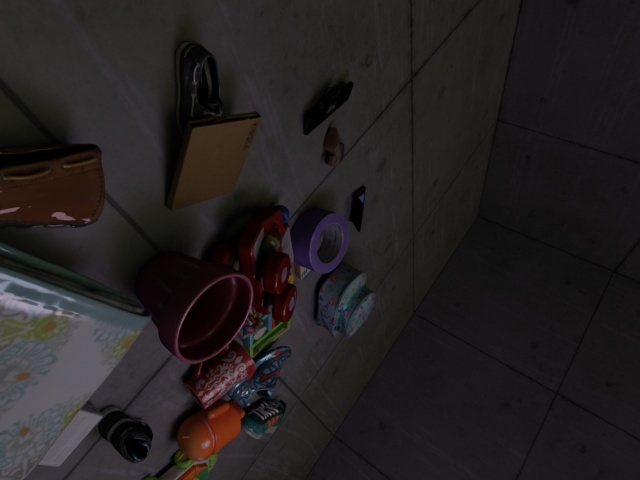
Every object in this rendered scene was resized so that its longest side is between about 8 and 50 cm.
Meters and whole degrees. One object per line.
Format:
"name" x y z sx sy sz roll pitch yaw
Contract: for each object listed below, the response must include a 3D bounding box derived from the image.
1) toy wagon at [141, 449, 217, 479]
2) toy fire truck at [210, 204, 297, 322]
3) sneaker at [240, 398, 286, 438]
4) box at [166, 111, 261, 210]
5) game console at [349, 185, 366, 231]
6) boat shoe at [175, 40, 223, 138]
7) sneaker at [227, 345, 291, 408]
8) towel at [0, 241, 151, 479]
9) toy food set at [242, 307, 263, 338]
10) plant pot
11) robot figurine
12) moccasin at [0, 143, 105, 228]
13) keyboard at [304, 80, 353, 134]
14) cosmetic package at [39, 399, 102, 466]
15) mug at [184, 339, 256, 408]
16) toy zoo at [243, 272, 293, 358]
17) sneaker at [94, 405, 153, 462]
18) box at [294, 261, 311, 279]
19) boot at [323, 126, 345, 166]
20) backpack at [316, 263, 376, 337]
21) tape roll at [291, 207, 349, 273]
"toy wagon" -0.431 0.755 1.315 0.344 0.068 0.267 -28 139 -47
"toy fire truck" -0.137 0.045 1.095 0.302 0.170 0.253 84 19 -48
"sneaker" -0.207 0.632 1.559 0.121 0.108 0.302 -58 161 -9
"box" -0.208 -0.153 0.834 0.164 0.021 0.201 -28 157 -46
"game console" 0.145 -0.111 1.505 0.107 0.071 0.122 -37 145 -39
"boat shoe" -0.211 -0.241 0.769 0.075 0.065 0.206 -37 144 -40
"sneaker" -0.184 0.435 1.361 0.262 0.125 0.104 -26 173 -41
"towel" -0.430 0.174 0.554 0.320 0.090 0.374 -51 157 -10
"toy food set" -0.186 0.229 1.233 0.078 0.019 0.122 -16 128 -54
"plant pot" -0.269 0.116 0.874 0.201 0.180 0.201 -41 147 -34
"robot figurine" -0.322 0.551 1.249 0.158 0.128 0.219 -26 172 33
"moccasin" -0.423 -0.078 0.478 0.380 0.139 0.146 -9 116 -55
"keyboard" 0.017 -0.358 1.109 0.192 0.038 0.100 -48 173 -27
"cosmetic package" -0.511 0.310 0.745 0.117 0.086 0.231 -51 149 -19
"mug" -0.289 0.356 1.183 0.169 0.150 0.113 -38 -179 -31
"toy zoo" -0.160 0.218 1.325 0.192 0.030 0.293 -34 142 -41
"sneaker" -0.430 0.471 0.993 0.079 0.121 0.216 -48 150 -24
"box" -0.049 0.064 1.380 0.081 0.028 0.136 -42 150 -34
"boot" 0.045 -0.268 1.226 0.087 0.042 0.118 -30 141 -56
"backpack" 0.094 0.224 1.620 0.225 0.191 0.253 -39 140 -36
"tape roll" 0.000 0.000 1.302 0.189 0.080 0.188 -25 124 -44
